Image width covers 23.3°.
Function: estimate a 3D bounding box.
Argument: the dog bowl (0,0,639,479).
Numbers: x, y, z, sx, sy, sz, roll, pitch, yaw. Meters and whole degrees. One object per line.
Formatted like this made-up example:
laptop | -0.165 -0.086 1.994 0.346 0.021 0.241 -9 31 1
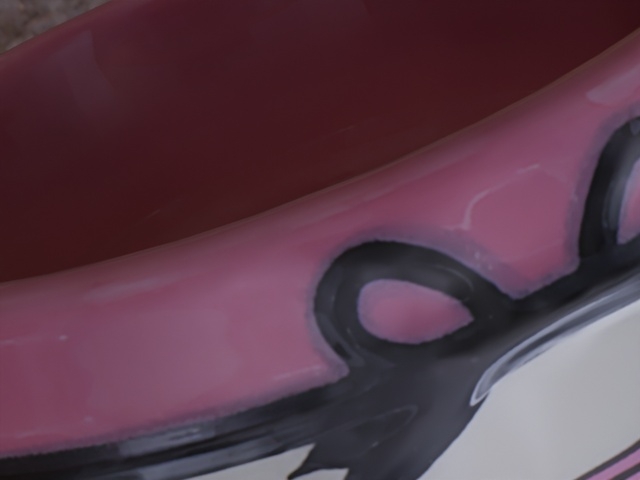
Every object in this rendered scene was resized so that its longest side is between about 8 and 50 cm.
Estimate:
dog bowl | 0.000 0.000 0.526 0.408 0.408 0.150 -29 113 -22
